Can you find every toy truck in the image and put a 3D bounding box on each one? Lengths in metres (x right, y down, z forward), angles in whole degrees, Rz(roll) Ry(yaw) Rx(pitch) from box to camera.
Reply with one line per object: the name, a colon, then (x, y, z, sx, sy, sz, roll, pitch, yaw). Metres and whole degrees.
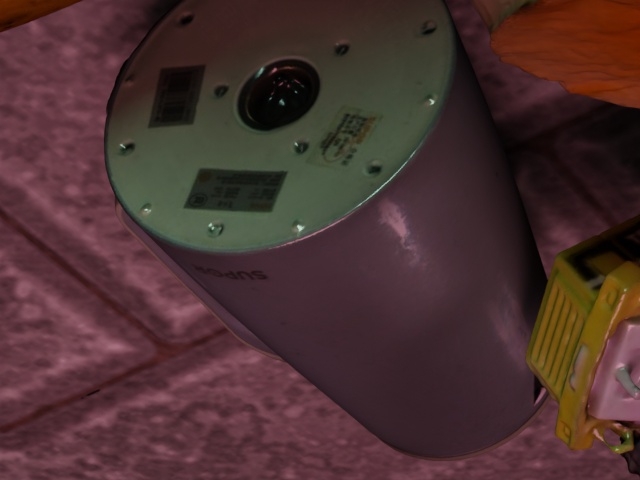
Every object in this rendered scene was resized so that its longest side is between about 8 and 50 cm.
toy truck: (0.223, 0.019, 0.911, 0.286, 0.111, 0.136, -16, 136, -32)

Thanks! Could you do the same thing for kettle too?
kettle: (0.000, 0.000, 0.918, 0.211, 0.160, 0.243, 2, 149, 26)

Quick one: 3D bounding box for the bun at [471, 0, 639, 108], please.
bun: (0.200, -0.142, 0.716, 0.299, 0.164, 0.299, 5, 173, 1)

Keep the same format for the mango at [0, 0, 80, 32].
mango: (-0.137, -0.151, 0.757, 0.221, 0.120, 0.151, -16, 140, 8)
